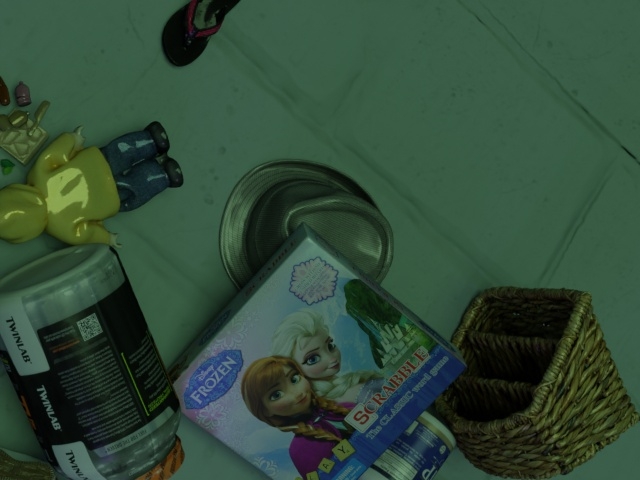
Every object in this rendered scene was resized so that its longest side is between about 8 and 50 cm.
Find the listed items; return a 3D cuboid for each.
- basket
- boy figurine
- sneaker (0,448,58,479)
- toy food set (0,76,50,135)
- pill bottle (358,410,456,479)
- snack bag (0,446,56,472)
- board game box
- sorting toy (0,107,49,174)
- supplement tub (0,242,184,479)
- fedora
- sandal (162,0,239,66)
[{"bbox_3d":[0.288,0.211,1.902,0.213,0.299,0.223,-29,103,-21],"label":"basket"},{"bbox_3d":[-0.331,-0.061,1.739,0.285,0.092,0.177,-27,99,-23],"label":"boy figurine"},{"bbox_3d":[-0.402,0.309,1.670,0.118,0.067,0.042,14,66,9],"label":"sneaker"},{"bbox_3d":[-0.437,-0.191,1.726,0.122,0.019,0.078,27,74,-4],"label":"toy food set"},{"bbox_3d":[0.111,0.349,1.916,0.112,0.112,0.187,43,72,-17],"label":"pill bottle"},{"bbox_3d":[-0.531,0.385,1.617,0.342,0.037,0.323,20,65,-20],"label":"snack bag"},{"bbox_3d":[-0.011,0.190,1.817,0.318,0.066,0.319,39,101,-18],"label":"board game box"},{"bbox_3d":[-0.422,-0.133,1.741,0.062,0.012,0.083,40,73,-16],"label":"sorting toy"},{"bbox_3d":[-0.306,0.178,1.674,0.193,0.193,0.316,-27,106,-23],"label":"supplement tub"},{"bbox_3d":[0.000,0.000,1.871,0.275,0.124,0.244,26,77,-22],"label":"fedora"},{"bbox_3d":[-0.168,-0.332,1.851,0.067,0.040,0.179,42,72,-18],"label":"sandal"}]
